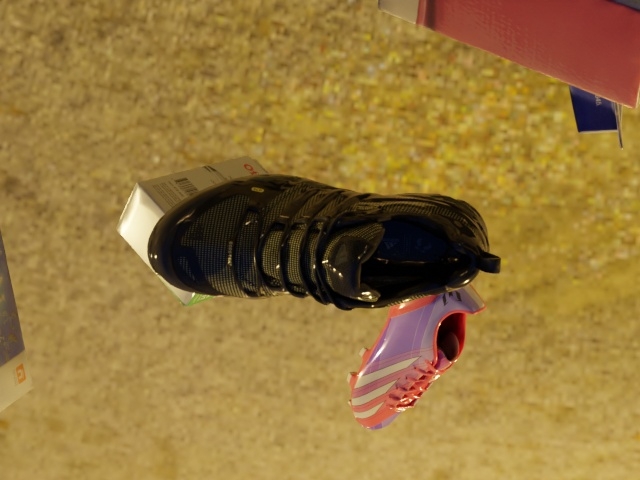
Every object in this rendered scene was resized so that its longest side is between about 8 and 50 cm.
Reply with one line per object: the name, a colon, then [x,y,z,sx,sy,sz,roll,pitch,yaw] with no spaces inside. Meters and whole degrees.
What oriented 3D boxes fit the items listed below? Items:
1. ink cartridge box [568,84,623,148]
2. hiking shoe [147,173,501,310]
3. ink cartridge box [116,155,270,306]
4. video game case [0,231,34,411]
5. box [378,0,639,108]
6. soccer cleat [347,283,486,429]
ink cartridge box: [0.308,-0.292,1.643,0.072,0.307,0.303,-7,111,17]
hiking shoe: [0.000,0.000,0.891,0.227,0.086,0.114,-3,-175,-1]
ink cartridge box: [-0.130,-0.016,1.783,0.208,0.153,0.087,-18,146,-47]
video game case: [-0.335,0.036,1.115,0.061,0.269,0.244,-6,-168,17]
box: [0.176,-0.229,1.087,0.232,0.148,0.127,24,155,17]
soccer cleat: [0.096,0.123,1.440,0.095,0.083,0.248,41,133,26]
